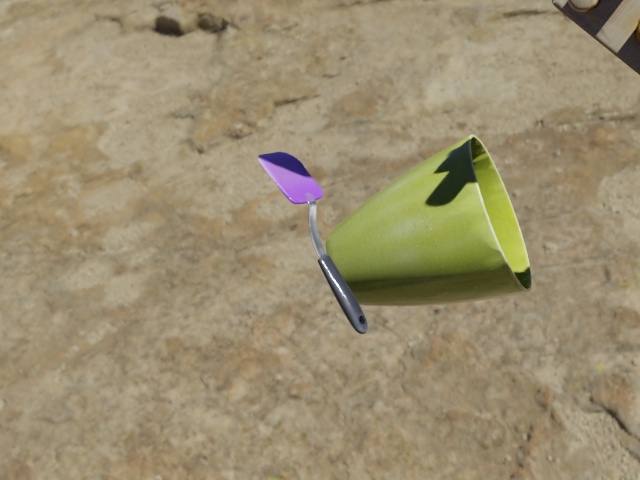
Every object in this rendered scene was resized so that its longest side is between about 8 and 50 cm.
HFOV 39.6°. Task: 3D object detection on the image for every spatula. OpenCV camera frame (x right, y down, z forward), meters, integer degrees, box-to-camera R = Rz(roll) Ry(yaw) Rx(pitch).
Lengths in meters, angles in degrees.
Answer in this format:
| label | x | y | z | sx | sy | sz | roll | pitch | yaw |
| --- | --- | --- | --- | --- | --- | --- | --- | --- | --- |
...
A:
| label | x | y | z | sx | sy | sz | roll | pitch | yaw |
| --- | --- | --- | --- | --- | --- | --- | --- | --- | --- |
| spatula | 0.000 | 0.000 | 1.285 | 0.030 | 0.296 | 0.084 | -28 | -6 | 39 |

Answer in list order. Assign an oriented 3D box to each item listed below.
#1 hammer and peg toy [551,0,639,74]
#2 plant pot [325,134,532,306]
| label | x | y | z | sx | sy | sz | roll | pitch | yaw |
| --- | --- | --- | --- | --- | --- | --- | --- | --- | --- |
| hammer and peg toy | 0.491 | -0.367 | 1.089 | 0.266 | 0.361 | 0.127 | 41 | 27 | 9 |
| plant pot | 0.169 | 0.002 | 1.508 | 0.294 | 0.274 | 0.274 | -21 | 34 | 21 |
